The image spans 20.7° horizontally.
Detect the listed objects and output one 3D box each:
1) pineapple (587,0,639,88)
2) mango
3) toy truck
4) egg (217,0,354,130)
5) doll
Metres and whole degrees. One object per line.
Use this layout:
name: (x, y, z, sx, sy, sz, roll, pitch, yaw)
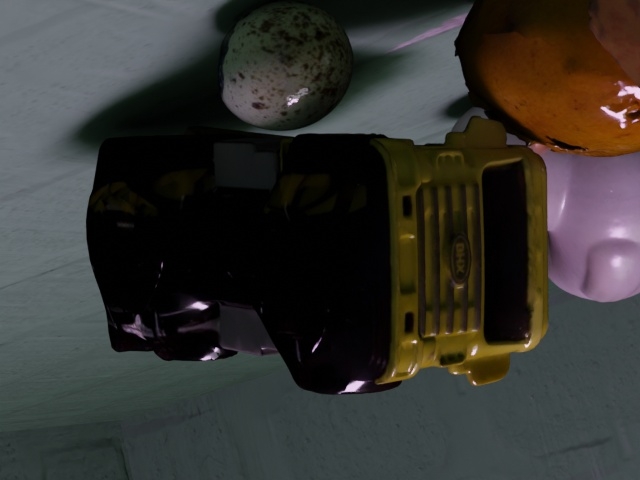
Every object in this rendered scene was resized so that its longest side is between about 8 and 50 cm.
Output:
pineapple: (0.319, -0.197, 0.981, 0.362, 0.202, 0.202, -31, 179, -26)
mango: (0.173, -0.136, 1.168, 0.151, 0.156, 0.249, 5, 180, -20)
toy truck: (0.000, 0.000, 1.299, 0.254, 0.180, 0.405, -7, -173, -33)
egg: (-0.027, -0.114, 1.157, 0.085, 0.085, 0.110, -7, -179, -36)
doll: (0.218, -0.049, 1.610, 0.221, 0.221, 0.251, -14, 144, -1)
